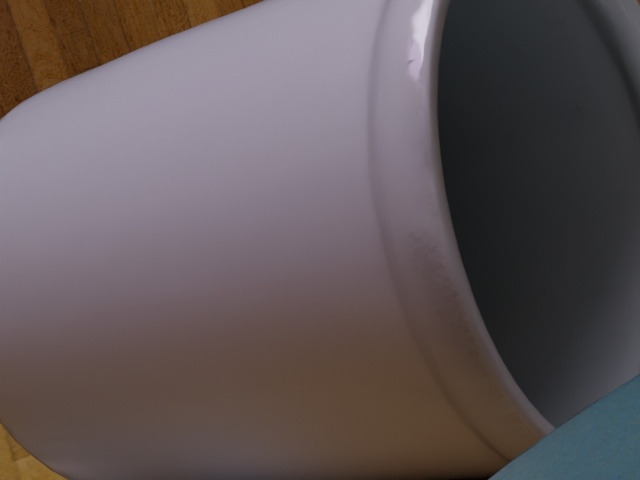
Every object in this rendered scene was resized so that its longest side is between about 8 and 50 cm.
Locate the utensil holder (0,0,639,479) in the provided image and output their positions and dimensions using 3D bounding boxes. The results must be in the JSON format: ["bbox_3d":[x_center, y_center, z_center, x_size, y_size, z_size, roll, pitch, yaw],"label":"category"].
[{"bbox_3d":[0.000,0.000,0.867,0.385,0.328,0.327,-12,10,36],"label":"utensil holder"}]

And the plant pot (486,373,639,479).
[{"bbox_3d":[0.131,0.120,0.375,0.234,0.166,0.165,-23,7,3],"label":"plant pot"}]
